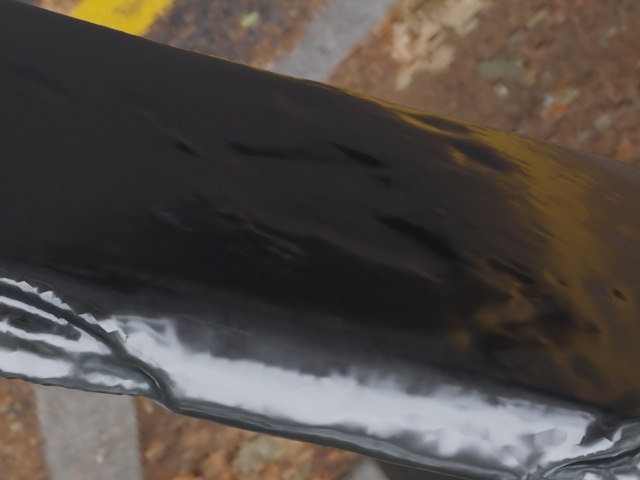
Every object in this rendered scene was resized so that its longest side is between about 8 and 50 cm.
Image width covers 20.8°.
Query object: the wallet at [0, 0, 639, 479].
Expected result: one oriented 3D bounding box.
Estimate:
[{"bbox_3d":[0.000,0.000,0.532,0.377,0.197,0.051,12,119,-17],"label":"wallet"}]
